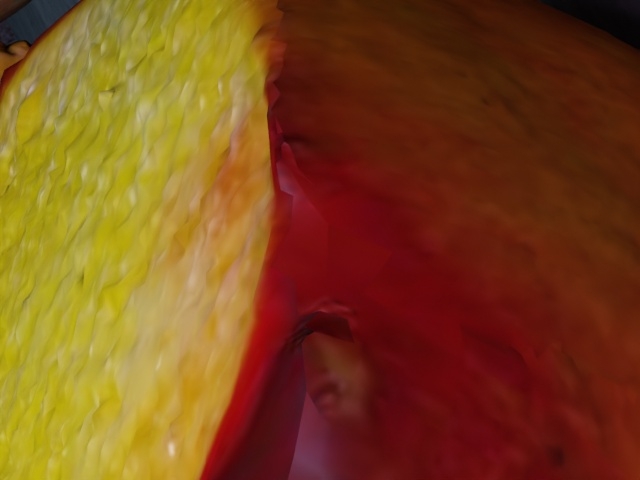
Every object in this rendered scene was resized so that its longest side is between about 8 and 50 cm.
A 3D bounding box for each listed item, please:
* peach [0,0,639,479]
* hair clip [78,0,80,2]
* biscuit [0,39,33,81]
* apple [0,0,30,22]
[{"bbox_3d":[0.003,0.104,0.529,0.310,0.335,0.406,34,165,-19],"label":"peach"},{"bbox_3d":[-0.085,-0.121,0.710,0.070,0.039,0.229,51,167,15],"label":"hair clip"},{"bbox_3d":[-0.029,0.006,0.814,0.013,0.237,0.232,-46,65,45],"label":"biscuit"},{"bbox_3d":[-0.336,-0.304,1.461,0.348,0.277,0.348,61,169,19],"label":"apple"}]
